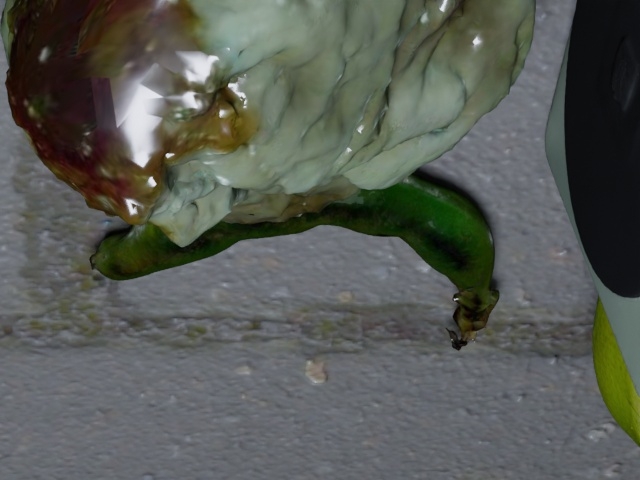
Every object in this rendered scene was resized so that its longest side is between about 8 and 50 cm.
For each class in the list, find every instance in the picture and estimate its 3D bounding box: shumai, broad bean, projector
[{"bbox_3d":[-0.036,-0.100,0.969,0.304,0.263,0.309,22,118,-5],"label":"shumai"},{"bbox_3d":[0.000,0.000,1.223,0.292,0.049,0.144,11,128,-16],"label":"broad bean"},{"bbox_3d":[0.211,-0.080,1.048,0.079,0.259,0.257,1,130,-10],"label":"projector"}]

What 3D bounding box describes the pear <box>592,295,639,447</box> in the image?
[{"bbox_3d":[0.269,0.069,1.228,0.187,0.187,0.220,-22,136,11],"label":"pear"}]
